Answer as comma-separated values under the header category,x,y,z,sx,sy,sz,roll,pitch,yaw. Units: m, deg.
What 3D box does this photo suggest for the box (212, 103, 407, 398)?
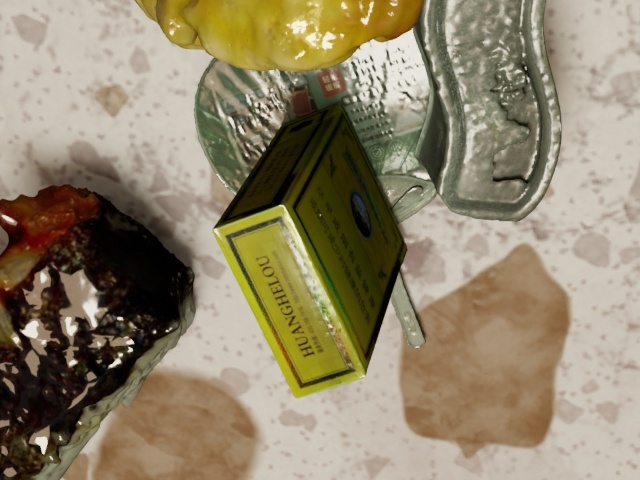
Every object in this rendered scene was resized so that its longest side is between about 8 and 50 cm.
category,x,y,z,sx,sy,sz,roll,pitch,yaw
box,0.000,0.000,1.024,0.064,0.220,0.141,-21,107,18

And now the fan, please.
category,x,y,z,sx,sy,sz,roll,pitch,yaw
fan,0.001,-0.060,1.124,0.223,0.012,0.294,10,114,2

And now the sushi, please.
category,x,y,z,sx,sy,sz,roll,pitch,yaw
sushi,-0.251,0.108,1.147,0.182,0.196,0.343,46,106,6

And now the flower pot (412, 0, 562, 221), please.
category,x,y,z,sx,sy,sz,roll,pitch,yaw
flower pot,0.120,-0.133,1.018,0.103,0.108,0.229,-5,112,-1

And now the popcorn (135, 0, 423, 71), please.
category,x,y,z,sx,sy,sz,roll,pitch,yaw
popcorn,-0.046,-0.234,0.910,0.225,0.332,0.265,-12,148,-22
